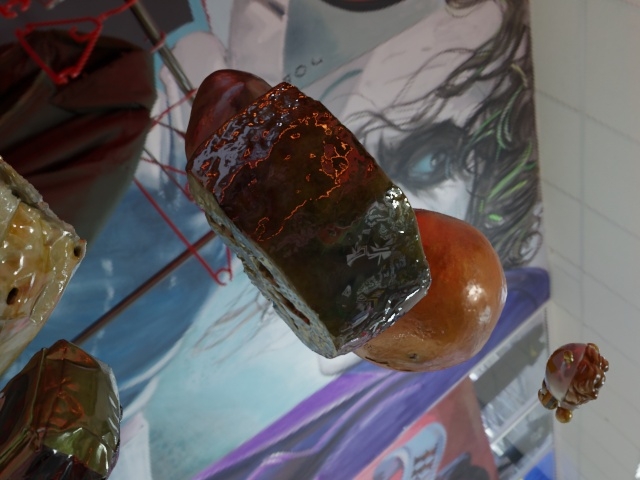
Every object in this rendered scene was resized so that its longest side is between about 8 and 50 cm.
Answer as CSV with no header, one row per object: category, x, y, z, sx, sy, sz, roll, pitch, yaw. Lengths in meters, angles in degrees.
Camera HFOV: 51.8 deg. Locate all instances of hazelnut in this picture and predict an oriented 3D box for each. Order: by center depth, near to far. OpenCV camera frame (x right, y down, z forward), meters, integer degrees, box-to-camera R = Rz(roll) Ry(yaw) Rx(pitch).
hazelnut,-0.099,-0.139,0.937,0.181,0.181,0.212,0,43,-54

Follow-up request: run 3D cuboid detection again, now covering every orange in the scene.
orange,0.144,0.082,1.021,0.284,0.283,0.226,63,25,-51

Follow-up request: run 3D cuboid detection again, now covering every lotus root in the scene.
lotus root,0.000,0.000,0.548,0.138,0.119,0.235,27,-27,52

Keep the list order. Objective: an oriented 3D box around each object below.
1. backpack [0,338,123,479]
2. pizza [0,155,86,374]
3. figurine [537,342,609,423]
backpack,-0.312,0.249,0.704,0.140,0.253,0.207,37,9,-26
pizza,-0.245,0.022,0.373,0.071,0.189,0.297,39,-10,18
figurine,0.303,0.167,0.806,0.068,0.102,0.143,28,2,13
